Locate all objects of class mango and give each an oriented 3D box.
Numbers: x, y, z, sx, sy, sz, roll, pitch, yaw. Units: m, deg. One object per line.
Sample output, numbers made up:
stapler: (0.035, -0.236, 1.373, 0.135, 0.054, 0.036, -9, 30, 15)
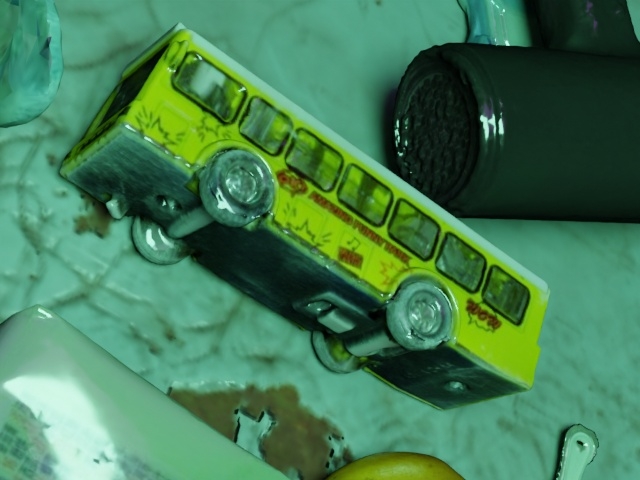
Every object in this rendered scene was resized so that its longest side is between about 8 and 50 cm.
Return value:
mango: (0.030, 0.126, 0.589, 0.089, 0.046, 0.060, -5, 80, -28)

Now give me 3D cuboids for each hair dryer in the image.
hair dryer: (0.122, -0.128, 0.671, 0.197, 0.089, 0.251, -2, 75, -30)

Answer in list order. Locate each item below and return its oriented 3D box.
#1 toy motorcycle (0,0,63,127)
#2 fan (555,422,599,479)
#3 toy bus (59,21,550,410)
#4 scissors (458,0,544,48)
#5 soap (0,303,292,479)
toy motorcycle: (-0.162, -0.121, 0.320, 0.260, 0.154, 0.206, 63, 34, -14)
fan: (0.098, 0.193, 0.633, 0.152, 0.008, 0.227, 30, 64, -20)
toy bus: (0.000, 0.000, 0.584, 0.226, 0.081, 0.074, 33, 61, -20)
scissors: (0.103, -0.140, 0.715, 0.125, 0.030, 0.256, 0, 80, -31)
soap: (-0.095, 0.159, 0.448, 0.182, 0.138, 0.199, 36, 61, -20)
